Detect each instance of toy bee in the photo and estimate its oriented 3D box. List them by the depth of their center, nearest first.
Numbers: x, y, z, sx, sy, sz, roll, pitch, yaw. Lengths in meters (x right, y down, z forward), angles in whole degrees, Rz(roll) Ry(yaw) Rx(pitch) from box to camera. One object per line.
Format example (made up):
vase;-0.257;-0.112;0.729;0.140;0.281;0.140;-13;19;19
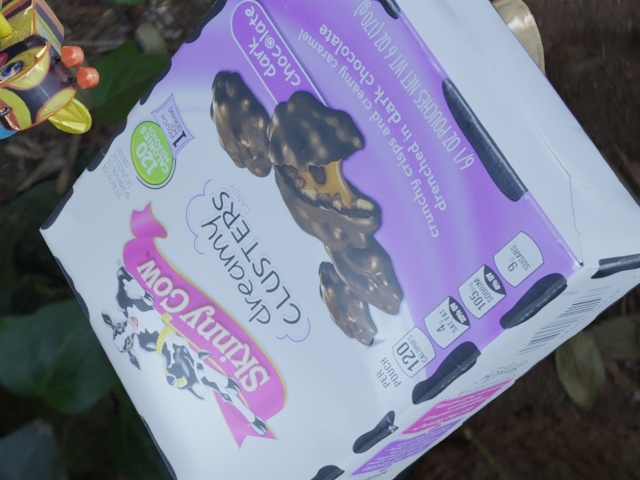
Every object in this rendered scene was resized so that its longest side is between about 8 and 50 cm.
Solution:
toy bee;-0.279;-0.154;1.276;0.162;0.298;0.195;-19;150;16

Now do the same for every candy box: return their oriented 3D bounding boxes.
candy box;0.000;0.000;0.496;0.196;0.070;0.165;-46;67;33

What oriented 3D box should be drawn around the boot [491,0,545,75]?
boot;0.077;-0.071;1.198;0.269;0.089;0.236;-26;141;-13
